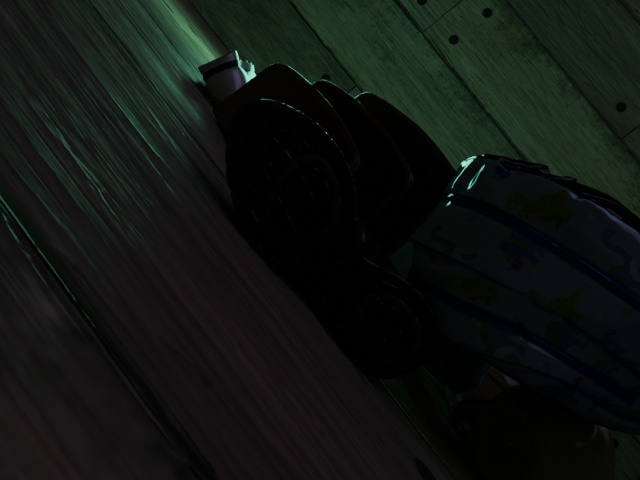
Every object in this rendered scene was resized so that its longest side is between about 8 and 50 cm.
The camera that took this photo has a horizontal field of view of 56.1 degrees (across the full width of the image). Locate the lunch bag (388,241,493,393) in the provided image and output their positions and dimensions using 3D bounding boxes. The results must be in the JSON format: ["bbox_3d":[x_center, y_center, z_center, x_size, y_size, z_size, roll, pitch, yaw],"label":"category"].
[{"bbox_3d":[0.209,0.081,0.913,0.223,0.160,0.262,-6,83,-61],"label":"lunch bag"}]

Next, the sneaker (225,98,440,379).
[{"bbox_3d":[0.000,0.000,0.570,0.286,0.109,0.130,60,-3,-16],"label":"sneaker"}]

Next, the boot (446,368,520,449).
[{"bbox_3d":[0.302,0.261,0.948,0.236,0.089,0.269,9,3,3],"label":"boot"}]

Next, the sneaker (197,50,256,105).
[{"bbox_3d":[-0.146,-0.251,1.022,0.094,0.090,0.235,64,8,-8],"label":"sneaker"}]

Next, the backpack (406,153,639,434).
[{"bbox_3d":[0.259,0.056,0.656,0.355,0.273,0.290,49,-2,-33],"label":"backpack"}]

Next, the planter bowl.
[{"bbox_3d":[0.247,0.247,0.719,0.109,0.162,0.162,18,27,-38],"label":"planter bowl"}]

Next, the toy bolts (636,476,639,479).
[{"bbox_3d":[0.343,0.337,0.520,0.229,0.218,0.158,-6,91,-43],"label":"toy bolts"}]

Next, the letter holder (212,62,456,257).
[{"bbox_3d":[0.018,-0.122,0.782,0.152,0.214,0.301,47,8,-42],"label":"letter holder"}]
